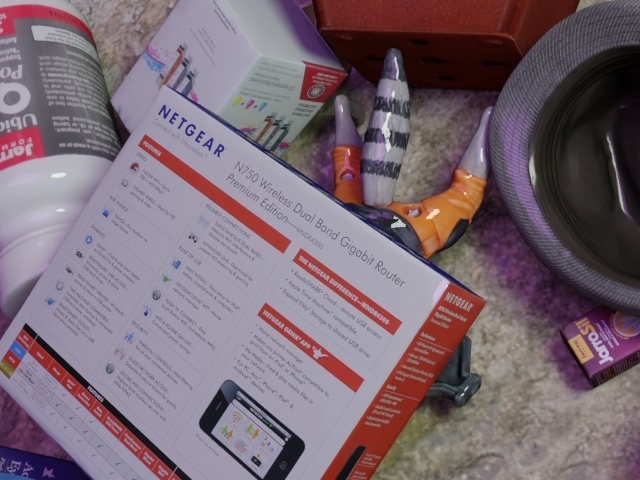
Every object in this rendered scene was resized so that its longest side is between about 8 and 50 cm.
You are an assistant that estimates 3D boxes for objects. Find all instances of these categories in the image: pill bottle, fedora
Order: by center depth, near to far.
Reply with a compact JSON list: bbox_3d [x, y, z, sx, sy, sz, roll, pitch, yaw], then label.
[{"bbox_3d":[0.291,-0.063,1.012,0.275,0.124,0.244,46,113,29],"label":"fedora"},{"bbox_3d":[-0.287,-0.080,1.202,0.176,0.176,0.319,-23,64,8],"label":"pill bottle"}]

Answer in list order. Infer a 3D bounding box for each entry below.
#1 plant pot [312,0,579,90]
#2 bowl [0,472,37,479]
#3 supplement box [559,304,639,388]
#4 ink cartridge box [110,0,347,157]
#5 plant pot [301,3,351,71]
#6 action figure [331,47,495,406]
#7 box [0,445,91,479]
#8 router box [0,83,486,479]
[{"bbox_3d":[0.120,-0.279,1.123,0.267,0.267,0.236,6,83,19],"label":"plant pot"},{"bbox_3d":[-0.266,0.375,0.978,0.391,0.077,0.391,4,101,20],"label":"bowl"},{"bbox_3d":[0.260,0.083,1.040,0.083,0.043,0.055,-31,64,4],"label":"supplement box"},{"bbox_3d":[-0.093,-0.149,1.162,0.176,0.128,0.127,-49,59,28],"label":"ink cartridge box"},{"bbox_3d":[-0.017,-0.211,1.231,0.079,0.083,0.083,1,69,31],"label":"plant pot"},{"bbox_3d":[0.000,0.000,1.086,0.341,0.178,0.330,14,67,22],"label":"action figure"},{"bbox_3d":[-0.224,0.283,1.077,0.207,0.108,0.153,6,71,20],"label":"box"},{"bbox_3d":[-0.083,0.080,0.974,0.335,0.082,0.301,37,95,31],"label":"router box"}]
